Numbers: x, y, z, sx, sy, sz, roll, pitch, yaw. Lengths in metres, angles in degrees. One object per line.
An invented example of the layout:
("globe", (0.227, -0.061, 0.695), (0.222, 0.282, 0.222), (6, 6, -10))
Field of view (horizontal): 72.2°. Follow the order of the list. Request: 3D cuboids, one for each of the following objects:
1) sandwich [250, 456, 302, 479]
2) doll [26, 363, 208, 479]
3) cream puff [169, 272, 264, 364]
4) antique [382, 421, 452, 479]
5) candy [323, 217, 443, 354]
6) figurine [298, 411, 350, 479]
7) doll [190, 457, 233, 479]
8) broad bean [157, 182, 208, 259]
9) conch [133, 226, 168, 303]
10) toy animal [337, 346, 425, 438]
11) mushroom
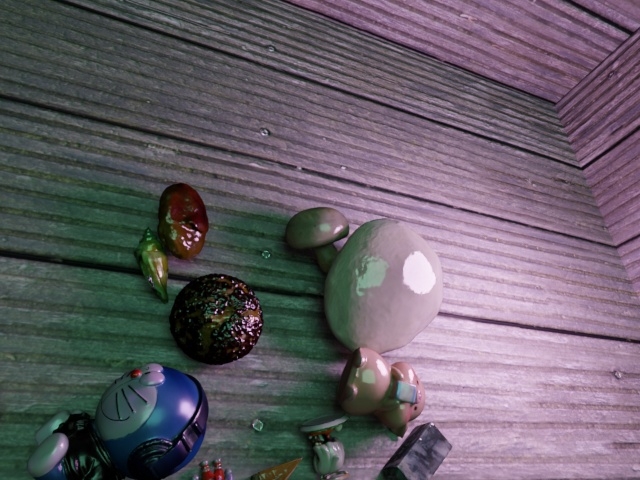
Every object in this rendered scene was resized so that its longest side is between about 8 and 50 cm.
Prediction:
("sandwich", (-0.094, 0.564, 1.019), (0.116, 0.074, 0.074), (-5, 61, -29))
("doll", (-0.382, 0.388, 0.894), (0.310, 0.284, 0.240), (-31, 117, -24))
("cream puff", (-0.257, 0.193, 1.113), (0.239, 0.165, 0.239), (11, 57, -17))
("antique", (0.254, 0.584, 1.167), (0.183, 0.088, 0.086), (-33, 77, -37))
("candy", (0.194, 0.147, 1.298), (0.427, 0.186, 0.386), (-44, 104, -24))
("figurine", (0.024, 0.520, 1.087), (0.132, 0.132, 0.153), (-6, 76, -29))
("doll", (-0.221, 0.590, 0.940), (0.102, 0.075, 0.227), (5, 49, -34))
("broad bean", (-0.381, -0.056, 1.216), (0.122, 0.156, 0.228), (-18, 54, 4))
("conch", (-0.441, 0.062, 1.150), (0.080, 0.095, 0.200), (-23, 70, -3))
("toy animal", (0.169, 0.390, 1.165), (0.256, 0.213, 0.195), (24, 66, -9))
("mushroom", (-0.012, -0.013, 1.371), (0.206, 0.209, 0.206), (5, 33, -3))
